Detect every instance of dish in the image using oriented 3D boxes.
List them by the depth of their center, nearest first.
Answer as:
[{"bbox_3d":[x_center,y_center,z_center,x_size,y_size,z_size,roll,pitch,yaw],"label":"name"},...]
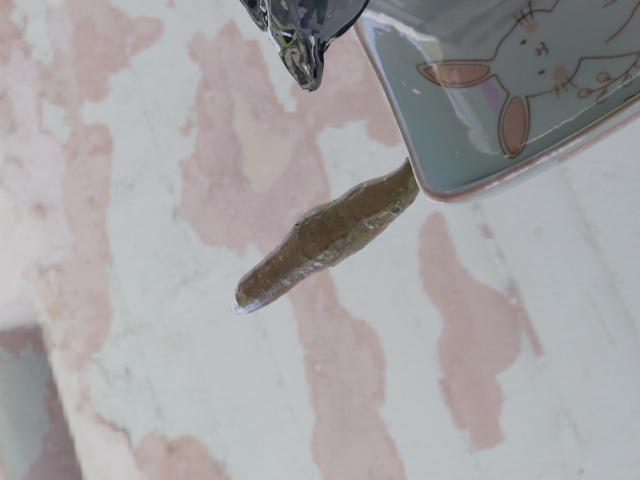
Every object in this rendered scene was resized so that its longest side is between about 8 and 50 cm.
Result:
[{"bbox_3d":[0.134,-0.116,0.649,0.212,0.077,0.151,-33,-122,22],"label":"dish"}]

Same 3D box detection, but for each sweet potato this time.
[{"bbox_3d":[0.000,0.000,1.231,0.274,0.067,0.067,-36,-115,23],"label":"sweet potato"}]

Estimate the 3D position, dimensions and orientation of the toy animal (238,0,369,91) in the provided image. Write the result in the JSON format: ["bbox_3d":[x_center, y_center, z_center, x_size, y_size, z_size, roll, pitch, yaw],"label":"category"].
[{"bbox_3d":[0.018,-0.159,0.416,0.117,0.121,0.210,-3,-60,8],"label":"toy animal"}]
